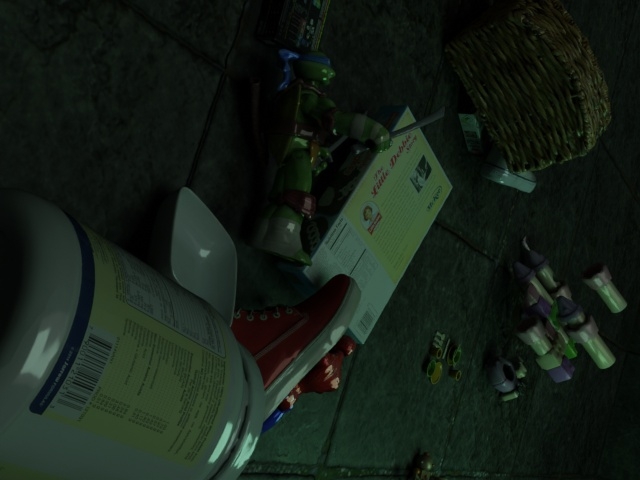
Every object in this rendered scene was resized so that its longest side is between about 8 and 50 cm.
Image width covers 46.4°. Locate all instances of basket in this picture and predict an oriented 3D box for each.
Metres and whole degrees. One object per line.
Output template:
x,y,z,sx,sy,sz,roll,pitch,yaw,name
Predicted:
0.413,-0.312,1.372,0.223,0.213,0.299,-43,107,-39,basket

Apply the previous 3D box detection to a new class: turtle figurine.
0.019,-0.094,0.985,0.274,0.197,0.266,22,86,-51,turtle figurine

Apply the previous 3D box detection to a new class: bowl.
-0.153,0.026,0.873,0.142,0.053,0.142,54,27,-45,bowl

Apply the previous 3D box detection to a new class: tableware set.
0.264,0.258,1.576,0.154,0.024,0.104,39,69,-52,tableware set

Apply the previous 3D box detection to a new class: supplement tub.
-0.219,0.123,0.689,0.325,0.235,0.235,43,65,-51,supplement tub

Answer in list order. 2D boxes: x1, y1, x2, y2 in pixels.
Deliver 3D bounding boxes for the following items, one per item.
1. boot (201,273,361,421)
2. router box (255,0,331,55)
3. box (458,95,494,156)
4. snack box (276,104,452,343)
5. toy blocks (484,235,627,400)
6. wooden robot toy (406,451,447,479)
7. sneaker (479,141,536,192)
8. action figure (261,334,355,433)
-0.072,0.093,0.957,0.176,0.088,0.244,47,68,-9,boot
-0.031,-0.305,0.984,0.092,0.038,0.123,18,86,-54,router box
0.348,-0.280,1.515,0.207,0.036,0.114,-55,139,-28,box
0.079,-0.028,1.137,0.322,0.060,0.187,-57,132,-24,snack box
0.511,0.165,1.767,0.260,0.309,0.288,51,39,-9,toy blocks
0.227,0.485,1.560,0.173,0.076,0.079,34,62,-53,wooden robot toy
0.408,-0.158,1.554,0.258,0.094,0.091,-5,121,-65,sneaker
-0.082,0.203,1.045,0.280,0.139,0.091,-34,133,-16,action figure
